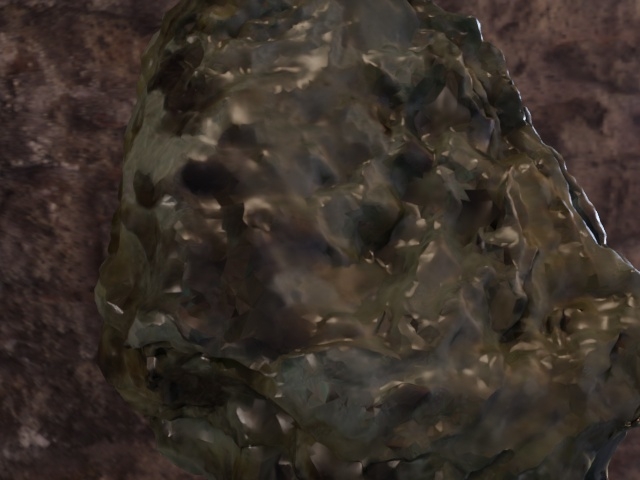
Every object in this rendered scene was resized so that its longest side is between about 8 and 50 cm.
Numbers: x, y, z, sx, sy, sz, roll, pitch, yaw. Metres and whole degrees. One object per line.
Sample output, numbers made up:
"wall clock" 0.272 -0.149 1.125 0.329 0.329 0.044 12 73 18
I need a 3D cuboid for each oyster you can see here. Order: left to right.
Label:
"oyster" 0.000 0.000 0.393 0.198 0.267 0.112 -44 -27 -2
